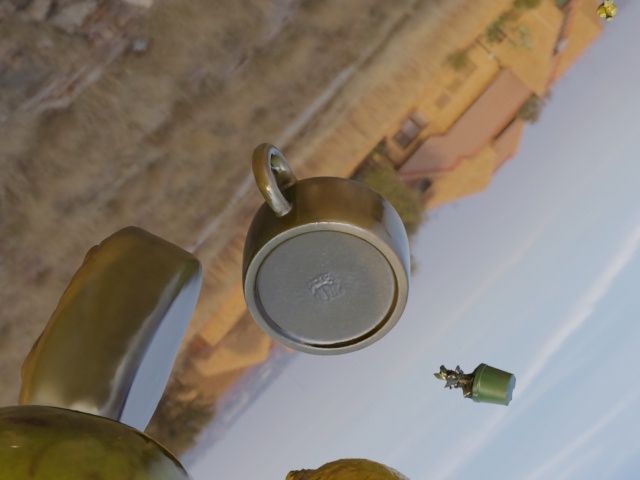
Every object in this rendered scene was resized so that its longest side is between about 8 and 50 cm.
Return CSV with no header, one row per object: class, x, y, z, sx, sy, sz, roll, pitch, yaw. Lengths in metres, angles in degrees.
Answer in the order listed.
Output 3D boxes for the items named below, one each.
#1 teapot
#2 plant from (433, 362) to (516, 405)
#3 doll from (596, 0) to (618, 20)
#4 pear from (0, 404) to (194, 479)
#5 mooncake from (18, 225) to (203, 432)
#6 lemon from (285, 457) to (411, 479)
teapot,0.000,0.000,1.127,0.185,0.267,0.175,-26,-152,14
plant,0.185,0.172,1.230,0.051,0.102,0.051,-31,125,-58
doll,0.418,-0.398,1.471,0.145,0.096,0.188,-73,161,-44
pear,-0.173,0.221,0.516,0.283,0.283,0.283,-46,177,-3
mooncake,-0.207,0.110,0.957,0.235,0.117,0.235,25,90,-86
lemon,0.053,0.363,1.197,0.188,0.257,0.188,-45,160,-21
